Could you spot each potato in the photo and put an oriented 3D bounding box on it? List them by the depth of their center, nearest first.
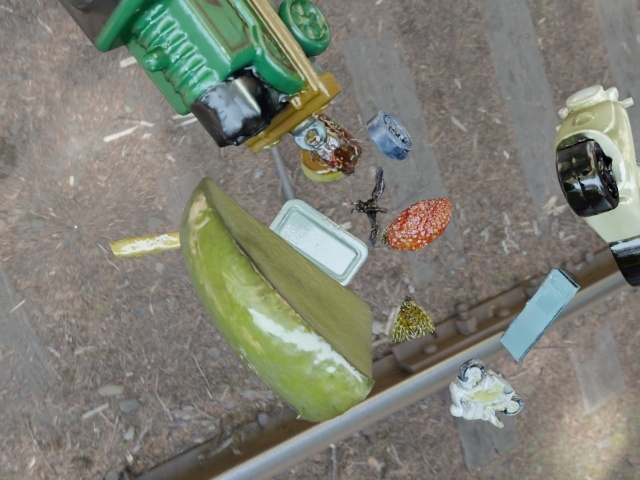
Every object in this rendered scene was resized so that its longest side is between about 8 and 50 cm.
[{"bbox_3d":[-0.066,0.054,0.637,0.112,0.269,0.255,-44,94,7],"label":"potato"}]

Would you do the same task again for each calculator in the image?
[{"bbox_3d":[0.356,0.122,0.955,0.018,0.057,0.171,5,125,-33],"label":"calculator"}]

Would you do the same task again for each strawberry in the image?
[{"bbox_3d":[0.287,-0.033,1.653,0.236,0.175,0.106,-35,66,4],"label":"strawberry"}]

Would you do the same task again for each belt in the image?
[{"bbox_3d":[0.252,-0.378,2.122,0.190,0.082,0.141,47,38,-7],"label":"belt"}]

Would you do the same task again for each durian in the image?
[{"bbox_3d":[0.270,0.250,1.842,0.145,0.252,0.139,-21,72,3],"label":"durian"}]

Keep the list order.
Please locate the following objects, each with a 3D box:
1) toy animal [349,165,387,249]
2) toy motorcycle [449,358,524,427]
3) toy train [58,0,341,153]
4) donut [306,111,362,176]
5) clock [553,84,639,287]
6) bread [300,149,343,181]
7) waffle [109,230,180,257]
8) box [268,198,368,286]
[{"bbox_3d":[0.129,-0.085,1.527,0.062,0.108,0.220,-7,102,-60],"label":"toy animal"},{"bbox_3d":[0.379,0.372,1.379,0.151,0.074,0.229,-45,117,9],"label":"toy motorcycle"},{"bbox_3d":[-0.080,-0.144,0.379,0.227,0.091,0.136,55,44,-10],"label":"toy train"},{"bbox_3d":[0.025,-0.275,1.597,0.216,0.230,0.096,35,105,-12],"label":"donut"},{"bbox_3d":[0.472,-0.089,0.935,0.379,0.120,0.276,38,47,-37],"label":"clock"},{"bbox_3d":[0.002,-0.243,1.811,0.125,0.086,0.156,-37,66,-24],"label":"bread"},{"bbox_3d":[-0.481,0.010,1.739,0.248,0.221,0.055,-10,91,-8],"label":"waffle"},{"bbox_3d":[0.000,0.000,1.926,0.312,0.182,0.175,34,100,3],"label":"box"}]
